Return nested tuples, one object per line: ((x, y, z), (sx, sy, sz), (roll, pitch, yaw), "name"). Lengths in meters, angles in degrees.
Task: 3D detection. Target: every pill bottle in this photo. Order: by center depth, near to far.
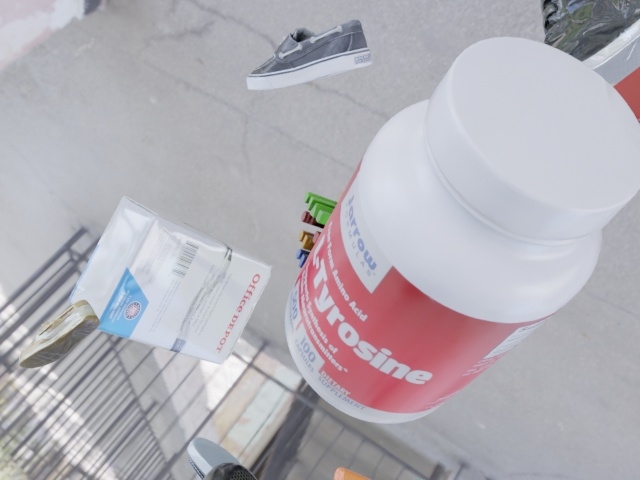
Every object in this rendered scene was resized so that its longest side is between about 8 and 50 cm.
((0.120, 0.011, 0.738), (0.229, 0.229, 0.408), (36, 144, 6), "pill bottle")

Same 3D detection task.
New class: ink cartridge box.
((-0.273, 0.082, 1.413), (0.129, 0.223, 0.307), (26, 179, 44), "ink cartridge box")

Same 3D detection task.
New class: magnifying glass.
((0.108, 0.387, 1.124), (0.231, 0.092, 0.026), (32, 141, -31), "magnifying glass")

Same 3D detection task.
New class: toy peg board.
((0.000, 0.000, 1.277), (0.079, 0.161, 0.161), (19, -165, -18), "toy peg board")

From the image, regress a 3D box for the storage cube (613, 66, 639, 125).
((0.548, -0.243, 1.350), (0.215, 0.193, 0.183), (4, 158, 43), "storage cube")

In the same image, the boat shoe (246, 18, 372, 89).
((-0.035, -0.360, 1.459), (0.301, 0.108, 0.102), (-3, 105, 44), "boat shoe")

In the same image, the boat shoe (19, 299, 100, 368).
((-0.374, 0.134, 1.068), (0.045, 0.135, 0.050), (60, -172, 29), "boat shoe")

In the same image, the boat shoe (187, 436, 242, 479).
((-0.123, 0.350, 0.991), (0.183, 0.083, 0.065), (42, -168, 10), "boat shoe")

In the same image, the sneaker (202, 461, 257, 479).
((-0.024, 0.283, 0.617), (0.130, 0.087, 0.228), (-37, 59, 32), "sneaker")

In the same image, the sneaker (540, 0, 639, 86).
((0.317, -0.253, 1.015), (0.147, 0.295, 0.104), (56, -175, 31), "sneaker")
